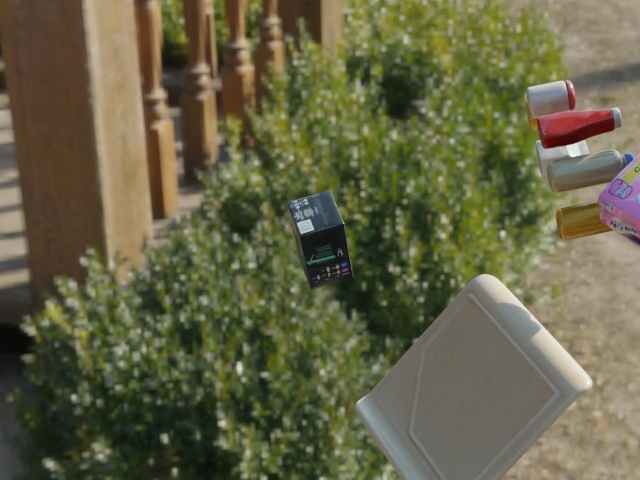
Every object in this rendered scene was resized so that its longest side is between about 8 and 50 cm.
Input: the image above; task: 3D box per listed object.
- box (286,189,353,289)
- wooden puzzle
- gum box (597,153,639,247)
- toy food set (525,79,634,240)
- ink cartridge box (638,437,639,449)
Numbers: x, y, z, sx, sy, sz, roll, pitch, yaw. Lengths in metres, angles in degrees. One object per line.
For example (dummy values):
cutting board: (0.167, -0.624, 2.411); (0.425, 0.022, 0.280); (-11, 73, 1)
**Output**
box: (0.000, 0.000, 1.334); (0.052, 0.083, 0.062); (-16, 43, -4)
wooden puzzle: (0.174, 0.184, 1.432); (0.238, 0.044, 0.221); (-46, 44, 7)
gum box: (0.402, -0.062, 1.345); (0.188, 0.062, 0.107); (-44, 58, -13)
toy food set: (0.319, -0.116, 1.491); (0.105, 0.111, 0.232); (-11, 43, 6)
ink cartridge box: (0.543, 0.166, 1.586); (0.239, 0.060, 0.275); (-26, 21, 33)
